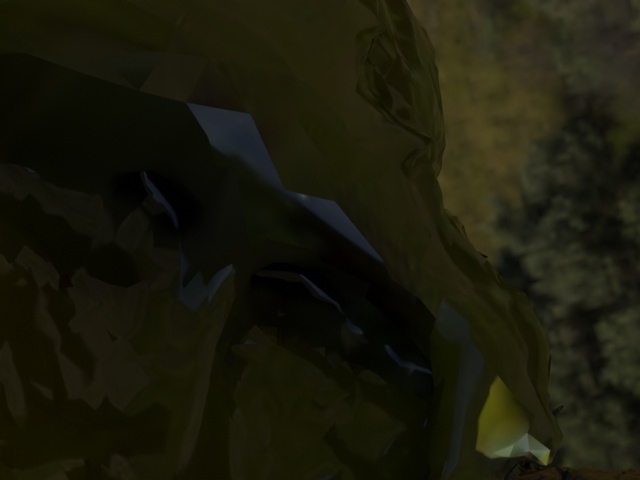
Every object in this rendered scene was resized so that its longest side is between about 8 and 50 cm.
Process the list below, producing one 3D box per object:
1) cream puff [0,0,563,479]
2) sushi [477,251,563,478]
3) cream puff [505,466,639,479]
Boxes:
[{"bbox_3d":[-0.069,0.028,0.391,0.185,0.282,0.282,39,145,59],"label":"cream puff"},{"bbox_3d":[0.100,0.129,1.277,0.147,0.115,0.212,55,-155,-37],"label":"sushi"},{"bbox_3d":[0.119,0.254,1.043,0.231,0.343,0.327,40,157,-2],"label":"cream puff"}]
